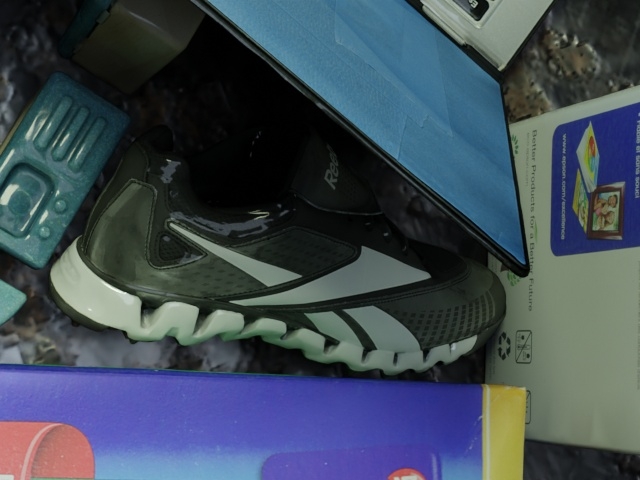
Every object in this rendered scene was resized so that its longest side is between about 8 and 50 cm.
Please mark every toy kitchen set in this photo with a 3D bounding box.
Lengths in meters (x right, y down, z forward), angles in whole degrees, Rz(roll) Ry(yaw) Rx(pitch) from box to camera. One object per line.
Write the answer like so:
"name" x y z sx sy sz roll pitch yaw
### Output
"toy kitchen set" -0.166 -0.072 0.671 0.166 0.122 0.207 32 76 -14

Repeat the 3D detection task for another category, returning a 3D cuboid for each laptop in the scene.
"laptop" 0.013 -0.251 0.686 0.382 0.236 0.408 40 75 -12

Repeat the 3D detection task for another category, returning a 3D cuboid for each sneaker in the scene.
"sneaker" 0.000 0.000 0.715 0.234 0.078 0.106 8 119 -29

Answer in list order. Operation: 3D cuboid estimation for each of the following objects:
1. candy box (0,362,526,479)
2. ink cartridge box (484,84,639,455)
"candy box" -0.076 0.191 0.681 0.317 0.122 0.268 4 84 -19
"ink cartridge box" 0.166 0.012 0.665 0.065 0.333 0.165 4 86 -18
